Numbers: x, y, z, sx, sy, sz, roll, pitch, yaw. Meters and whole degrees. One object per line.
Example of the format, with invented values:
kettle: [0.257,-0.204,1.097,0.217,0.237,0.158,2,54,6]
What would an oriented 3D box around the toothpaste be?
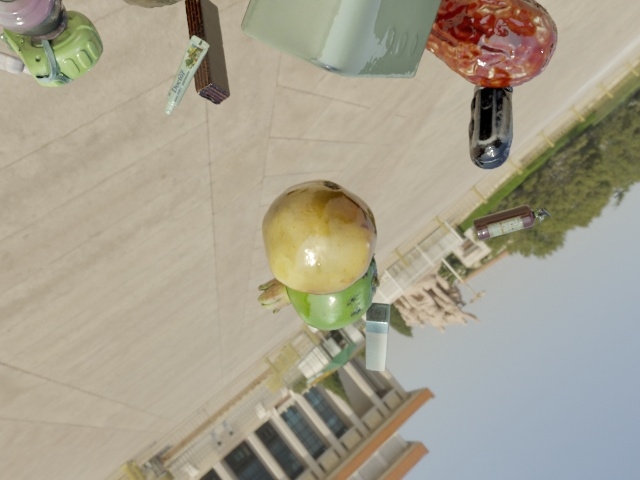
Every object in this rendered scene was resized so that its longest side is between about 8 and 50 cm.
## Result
toothpaste: [-0.429,-0.514,1.639,0.255,0.067,0.037,-59,171,13]

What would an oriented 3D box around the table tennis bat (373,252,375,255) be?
table tennis bat: [0.071,0.125,1.457,0.138,0.022,0.246,8,123,-50]

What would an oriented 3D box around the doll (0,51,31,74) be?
doll: [-0.997,-0.583,1.766,0.160,0.161,0.059,3,106,-55]

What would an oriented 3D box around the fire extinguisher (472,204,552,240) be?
fire extinguisher: [0.598,-0.057,1.624,0.231,0.071,0.099,-16,142,14]

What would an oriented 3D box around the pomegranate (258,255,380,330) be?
pomegranate: [-0.013,0.093,1.202,0.301,0.236,0.236,-10,-175,27]

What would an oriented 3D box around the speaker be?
speaker: [0.060,-0.364,0.791,0.406,0.183,0.184,-35,150,-62]

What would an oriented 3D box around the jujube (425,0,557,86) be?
jujube: [0.329,-0.423,1.066,0.197,0.290,0.197,-50,158,-29]

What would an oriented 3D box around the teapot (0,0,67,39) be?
teapot: [-0.487,-0.387,0.844,0.146,0.148,0.116,-154,-102,-84]

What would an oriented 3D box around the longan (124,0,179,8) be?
longan: [-0.589,-0.999,1.780,0.404,0.436,0.404,-10,158,-4]

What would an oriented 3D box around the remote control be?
remote control: [0.357,-0.271,1.096,0.066,0.090,0.266,55,39,-51]

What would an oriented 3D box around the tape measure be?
tape measure: [-0.485,-0.358,0.962,0.154,0.177,0.087,-35,152,-15]

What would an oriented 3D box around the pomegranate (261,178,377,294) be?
pomegranate: [0.000,-0.007,0.966,0.233,0.233,0.233,-39,170,-8]

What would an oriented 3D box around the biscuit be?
biscuit: [-0.384,-0.654,1.779,0.073,0.388,0.107,-18,162,27]

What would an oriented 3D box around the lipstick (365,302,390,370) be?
lipstick: [0.172,0.300,1.590,0.317,0.068,0.066,84,13,-51]
